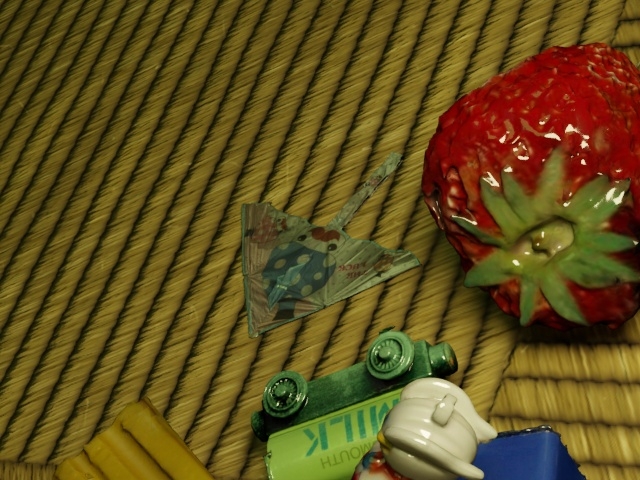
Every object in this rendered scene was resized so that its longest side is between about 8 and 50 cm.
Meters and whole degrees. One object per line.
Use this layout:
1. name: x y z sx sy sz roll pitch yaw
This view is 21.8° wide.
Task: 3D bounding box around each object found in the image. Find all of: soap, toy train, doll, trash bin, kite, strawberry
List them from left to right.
1. soap: -0.186 0.338 1.870 0.204 0.096 0.324 -43 42 -7
2. kite: 0.000 0.000 2.120 0.335 0.011 0.314 21 66 44
3. toy train: 0.042 0.204 1.847 0.253 0.105 0.157 -21 57 17
4. doll: 0.060 0.259 1.604 0.384 0.099 0.188 -61 4 47
5. trash bin: 0.194 0.308 1.598 0.184 0.162 0.234 -12 40 27
6. strawberry: 0.253 -0.068 1.825 0.292 0.291 0.310 -24 17 14

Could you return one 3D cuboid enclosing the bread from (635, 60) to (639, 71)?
1. bread: 0.465 -0.238 1.990 0.214 0.053 0.073 -38 37 2
